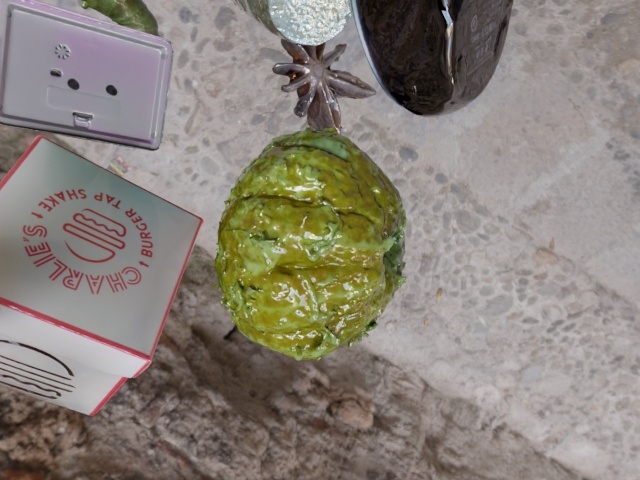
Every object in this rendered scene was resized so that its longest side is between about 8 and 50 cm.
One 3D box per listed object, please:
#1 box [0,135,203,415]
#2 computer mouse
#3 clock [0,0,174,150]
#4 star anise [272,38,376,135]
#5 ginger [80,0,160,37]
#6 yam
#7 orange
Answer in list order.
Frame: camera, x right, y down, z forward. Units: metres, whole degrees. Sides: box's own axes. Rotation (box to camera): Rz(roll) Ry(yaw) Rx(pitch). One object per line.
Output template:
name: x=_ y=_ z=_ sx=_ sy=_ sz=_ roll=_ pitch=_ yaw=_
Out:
box: x=-0.435 y=0.076 z=0.877 sx=0.314 sy=0.312 sz=0.300 roll=29 pitch=133 yaw=-21
computer mouse: x=0.075 y=-0.201 z=0.339 sx=0.096 sy=0.137 sz=0.233 roll=26 pitch=135 yaw=33
clock: x=-0.292 y=-0.199 z=0.629 sx=0.192 sy=0.071 sz=0.147 roll=5 pitch=98 yaw=-33
star anise: x=-0.006 y=-0.339 z=1.068 sx=0.257 sy=0.198 sz=0.110 roll=49 pitch=159 yaw=-22
ginger: x=-0.424 y=-0.464 z=1.096 sx=0.137 sy=0.089 sz=0.290 roll=-27 pitch=145 yaw=-9
yam: x=-0.084 y=-0.433 z=0.866 sx=0.133 sy=0.330 sz=0.133 roll=-20 pitch=133 yaw=-23
orange: x=0.000 y=0.000 z=0.657 sx=0.223 sy=0.300 sz=0.301 roll=9 pitch=146 yaw=19
